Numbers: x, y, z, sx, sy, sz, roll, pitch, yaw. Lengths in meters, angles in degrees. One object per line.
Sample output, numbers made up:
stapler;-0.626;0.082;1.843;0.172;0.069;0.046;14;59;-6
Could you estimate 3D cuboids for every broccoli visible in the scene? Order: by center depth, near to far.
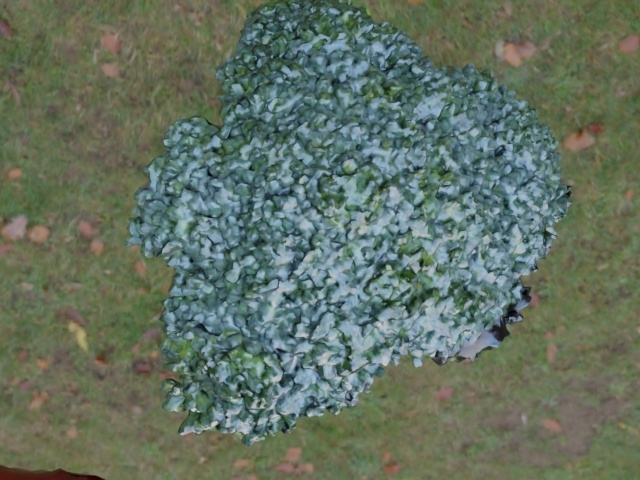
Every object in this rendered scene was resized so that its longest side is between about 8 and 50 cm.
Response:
broccoli;0.008;-0.022;0.603;0.221;0.361;0.252;31;100;-7

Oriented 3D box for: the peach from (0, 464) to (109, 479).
peach;-0.122;0.156;0.354;0.190;0.192;0.190;8;124;12
